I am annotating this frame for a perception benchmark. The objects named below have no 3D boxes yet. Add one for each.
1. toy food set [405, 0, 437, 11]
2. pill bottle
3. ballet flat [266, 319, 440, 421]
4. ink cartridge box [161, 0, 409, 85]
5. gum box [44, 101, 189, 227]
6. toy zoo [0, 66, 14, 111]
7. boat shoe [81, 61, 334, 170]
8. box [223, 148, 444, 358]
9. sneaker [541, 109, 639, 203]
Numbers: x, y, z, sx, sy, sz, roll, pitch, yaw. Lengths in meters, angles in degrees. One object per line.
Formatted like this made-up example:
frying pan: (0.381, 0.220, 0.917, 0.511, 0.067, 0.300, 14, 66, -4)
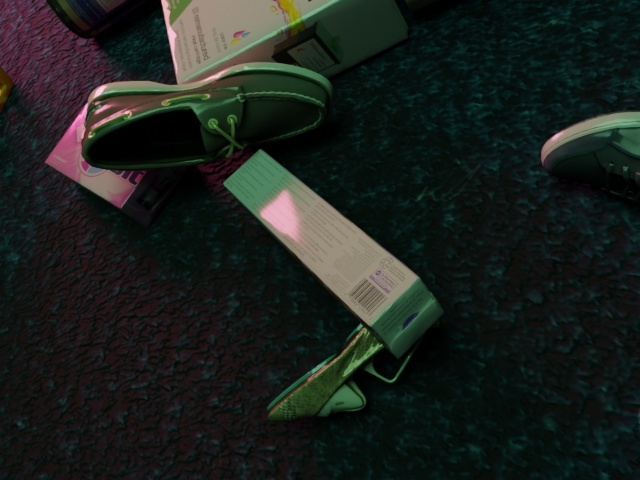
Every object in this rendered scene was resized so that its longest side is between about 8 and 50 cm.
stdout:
toy food set: (0.175, -0.446, 0.932, 0.220, 0.092, 0.306, -21, 59, 15)
pill bottle: (-0.308, -0.415, 1.128, 0.219, 0.123, 0.123, -30, 57, 9)
ballet flat: (0.038, 0.128, 0.736, 0.206, 0.073, 0.067, -44, 78, 5)
ink cartridge box: (-0.053, -0.300, 0.954, 0.278, 0.117, 0.201, -24, 58, 12)
gum box: (-0.270, -0.103, 0.994, 0.188, 0.062, 0.107, 28, 80, 32)
toy zoo: (-0.580, -0.210, 1.114, 0.030, 0.192, 0.293, 7, 69, 27)
boat shoe: (-0.134, -0.138, 0.875, 0.305, 0.109, 0.091, -5, 52, 6)
box: (0.000, 0.000, 0.769, 0.067, 0.063, 0.324, -43, 42, -5)
sneaker: (0.312, -0.031, 0.670, 0.226, 0.086, 0.163, 1, 64, 25)
